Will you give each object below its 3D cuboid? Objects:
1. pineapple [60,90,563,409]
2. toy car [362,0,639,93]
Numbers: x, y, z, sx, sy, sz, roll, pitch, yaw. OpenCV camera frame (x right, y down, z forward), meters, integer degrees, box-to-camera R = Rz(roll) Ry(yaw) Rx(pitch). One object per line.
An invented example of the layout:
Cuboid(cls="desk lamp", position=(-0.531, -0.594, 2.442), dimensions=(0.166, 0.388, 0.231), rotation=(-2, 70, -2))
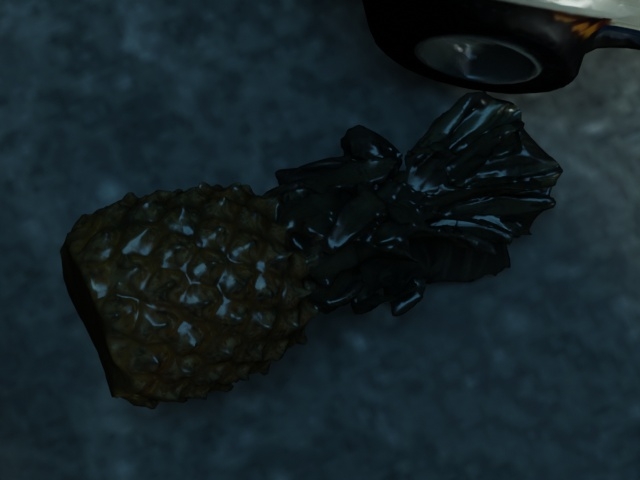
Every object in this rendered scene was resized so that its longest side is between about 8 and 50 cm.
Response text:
Cuboid(cls="pineapple", position=(0.000, 0.000, 0.641), dimensions=(0.159, 0.074, 0.074), rotation=(-20, 78, -12))
Cuboid(cls="toy car", position=(0.151, -0.133, 0.642), dimensions=(0.301, 0.118, 0.193), rotation=(12, 76, 2))
